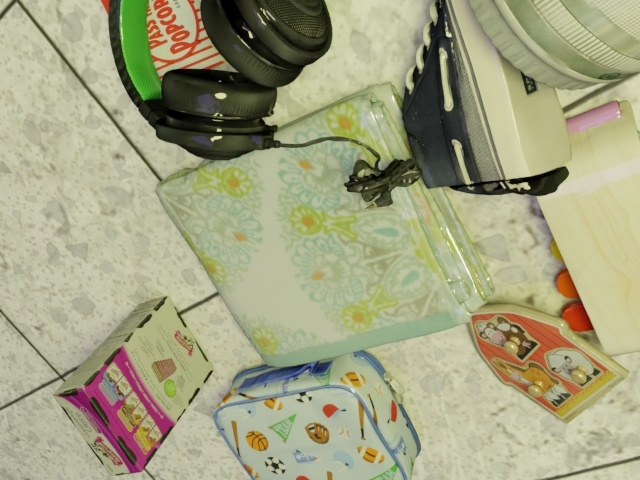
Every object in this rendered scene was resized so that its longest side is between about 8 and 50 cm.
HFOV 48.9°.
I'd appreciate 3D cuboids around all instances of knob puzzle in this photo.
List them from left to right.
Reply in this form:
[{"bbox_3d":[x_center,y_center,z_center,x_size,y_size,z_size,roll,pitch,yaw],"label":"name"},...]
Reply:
[{"bbox_3d":[0.266,0.152,0.905,0.213,0.030,0.213,30,148,22],"label":"knob puzzle"}]

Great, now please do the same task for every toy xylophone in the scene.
[{"bbox_3d":[0.367,0.001,0.782,0.236,0.081,0.322,-10,115,27],"label":"toy xylophone"}]

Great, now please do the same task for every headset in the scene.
[{"bbox_3d":[-0.065,-0.184,0.758,0.394,0.185,0.243,46,123,18],"label":"headset"}]

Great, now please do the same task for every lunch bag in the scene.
[{"bbox_3d":[-0.004,0.285,1.087,0.303,0.115,0.243,-19,109,31],"label":"lunch bag"}]

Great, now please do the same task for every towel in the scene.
[{"bbox_3d":[0.000,0.000,0.931,0.375,0.090,0.320,-19,108,30],"label":"towel"}]

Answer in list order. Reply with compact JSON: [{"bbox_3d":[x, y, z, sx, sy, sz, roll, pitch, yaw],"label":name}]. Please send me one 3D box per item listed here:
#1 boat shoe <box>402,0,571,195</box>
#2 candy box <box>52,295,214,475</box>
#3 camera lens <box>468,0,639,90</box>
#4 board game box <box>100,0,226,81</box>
[{"bbox_3d":[0.139,-0.204,0.731,0.158,0.127,0.340,-4,103,50],"label":"boat shoe"},{"bbox_3d":[-0.276,0.216,1.077,0.071,0.233,0.159,-16,111,29],"label":"candy box"},{"bbox_3d":[0.268,-0.259,0.534,0.219,0.219,0.274,47,151,-9],"label":"camera lens"},{"bbox_3d":[-0.160,-0.278,0.849,0.194,0.045,0.146,-14,113,28],"label":"board game box"}]
